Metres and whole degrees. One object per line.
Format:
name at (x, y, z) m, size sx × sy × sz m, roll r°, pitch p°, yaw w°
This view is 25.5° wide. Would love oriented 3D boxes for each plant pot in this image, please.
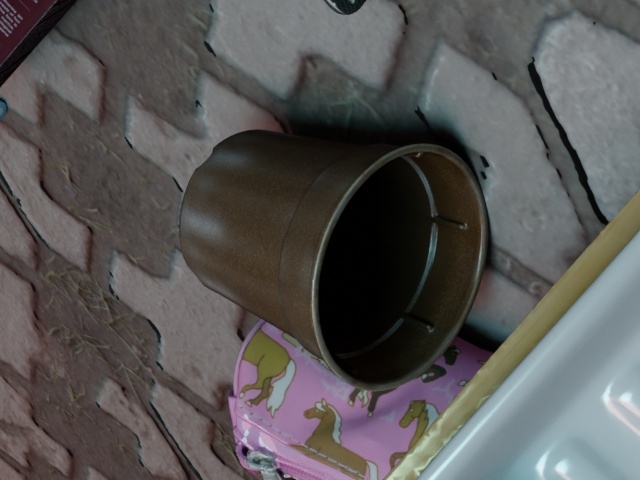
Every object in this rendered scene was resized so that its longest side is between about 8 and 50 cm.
plant pot at (0.000, 0.000, 0.978) m, size 0.165 × 0.167 × 0.167 m, roll 19°, pitch 140°, yaw 44°

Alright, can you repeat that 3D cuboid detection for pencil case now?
pencil case at (0.120, 0.166, 1.004) m, size 0.386 × 0.167 × 0.160 m, roll 21°, pitch 173°, yaw 27°

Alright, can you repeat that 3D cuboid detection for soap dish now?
soap dish at (0.206, 0.109, 0.791) m, size 0.229 × 0.291 × 0.118 m, roll 41°, pitch -171°, yaw 4°

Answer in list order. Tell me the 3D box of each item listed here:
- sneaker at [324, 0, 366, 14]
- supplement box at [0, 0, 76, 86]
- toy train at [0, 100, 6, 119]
sneaker at (-0.005, -0.190, 0.881) m, size 0.044 × 0.040 × 0.109 m, roll 12°, pitch 134°, yaw 62°
supplement box at (-0.270, -0.188, 1.066) m, size 0.130 × 0.073 × 0.239 m, roll 48°, pitch 130°, yaw -7°
toy train at (-0.361, -0.163, 1.266) m, size 0.166 × 0.046 × 0.125 m, roll 29°, pitch 143°, yaw 21°
